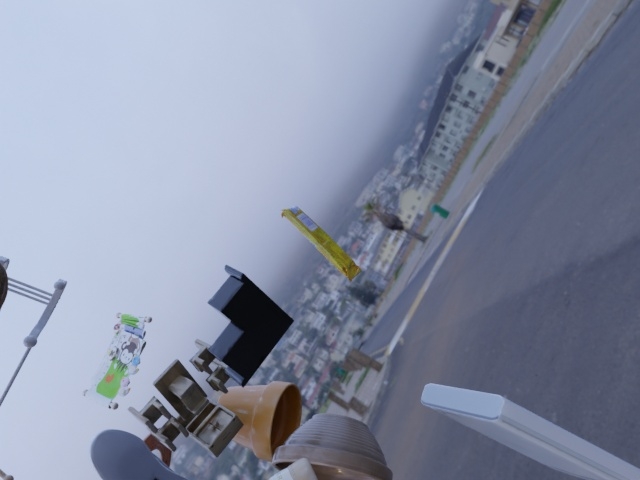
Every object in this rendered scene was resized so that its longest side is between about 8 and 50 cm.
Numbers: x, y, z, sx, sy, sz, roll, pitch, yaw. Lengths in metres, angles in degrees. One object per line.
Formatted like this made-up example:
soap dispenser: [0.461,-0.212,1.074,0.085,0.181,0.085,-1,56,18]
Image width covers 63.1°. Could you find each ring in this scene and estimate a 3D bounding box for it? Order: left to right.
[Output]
ring: [-0.487,0.667,1.386,0.336,0.032,0.337,11,-90,-81]

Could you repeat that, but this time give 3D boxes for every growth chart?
growth chart: [-0.482,0.281,1.250,0.021,0.171,0.238,44,-129,-42]

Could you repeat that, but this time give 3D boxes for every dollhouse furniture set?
dollhouse furniture set: [-0.315,0.377,1.232,0.212,0.160,0.242,-47,-51,-29]

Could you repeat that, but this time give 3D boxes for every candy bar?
candy bar: [0.000,0.000,0.824,0.040,0.161,0.018,-33,-17,-48]

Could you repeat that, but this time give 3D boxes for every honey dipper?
honey dipper: [-0.642,0.406,0.985,0.031,0.160,0.030,-54,-9,-12]

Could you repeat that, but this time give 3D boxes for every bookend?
bookend: [-0.157,0.158,0.960,0.157,0.072,0.156,-53,-55,-15]

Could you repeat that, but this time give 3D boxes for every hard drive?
hard drive: [0.392,0.367,0.968,0.047,0.352,0.233,-65,15,-18]

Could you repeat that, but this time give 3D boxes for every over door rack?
over door rack: [-0.623,0.175,0.894,0.325,0.239,0.108,-69,16,-14]

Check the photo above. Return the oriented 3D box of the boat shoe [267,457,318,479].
boat shoe: [0.020,0.409,0.673,0.098,0.303,0.109,-34,19,-13]

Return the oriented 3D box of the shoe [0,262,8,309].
shoe: [-0.552,0.126,0.819,0.058,0.076,0.219,-36,46,32]

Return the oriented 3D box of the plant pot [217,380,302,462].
plant pot: [-0.175,0.477,1.412,0.205,0.187,0.205,3,-90,-69]

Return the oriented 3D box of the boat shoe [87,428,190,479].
boat shoe: [-0.337,0.444,0.976,0.084,0.258,0.095,-17,29,45]

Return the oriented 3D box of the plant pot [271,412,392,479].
plant pot: [0.029,0.416,1.036,0.237,0.237,0.110,106,176,-57]
